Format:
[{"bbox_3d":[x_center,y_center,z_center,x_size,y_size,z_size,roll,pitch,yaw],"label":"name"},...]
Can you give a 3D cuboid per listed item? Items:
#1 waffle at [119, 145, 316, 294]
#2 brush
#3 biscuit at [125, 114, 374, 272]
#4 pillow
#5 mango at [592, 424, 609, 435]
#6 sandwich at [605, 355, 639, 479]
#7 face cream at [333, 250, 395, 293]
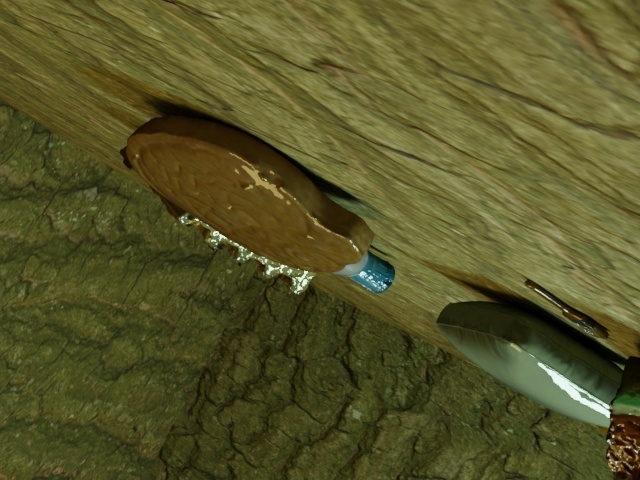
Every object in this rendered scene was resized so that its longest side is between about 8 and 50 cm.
[{"bbox_3d":[-0.191,-0.055,2.143,0.348,0.077,0.304,32,-170,-42],"label":"waffle"},{"bbox_3d":[0.330,0.093,1.542,0.170,0.014,0.043,32,172,-34],"label":"brush"},{"bbox_3d":[-0.120,-0.058,1.690,0.365,0.062,0.385,36,162,-22],"label":"biscuit"},{"bbox_3d":[0.366,0.200,1.841,0.322,0.119,0.255,32,172,-21],"label":"pillow"},{"bbox_3d":[0.579,0.329,2.118,0.157,0.108,0.262,19,-177,-19],"label":"mango"},{"bbox_3d":[0.461,0.260,1.576,0.109,0.212,0.292,10,155,20],"label":"sandwich"},{"bbox_3d":[0.000,0.000,1.980,0.337,0.080,0.163,31,175,-35],"label":"face cream"}]
